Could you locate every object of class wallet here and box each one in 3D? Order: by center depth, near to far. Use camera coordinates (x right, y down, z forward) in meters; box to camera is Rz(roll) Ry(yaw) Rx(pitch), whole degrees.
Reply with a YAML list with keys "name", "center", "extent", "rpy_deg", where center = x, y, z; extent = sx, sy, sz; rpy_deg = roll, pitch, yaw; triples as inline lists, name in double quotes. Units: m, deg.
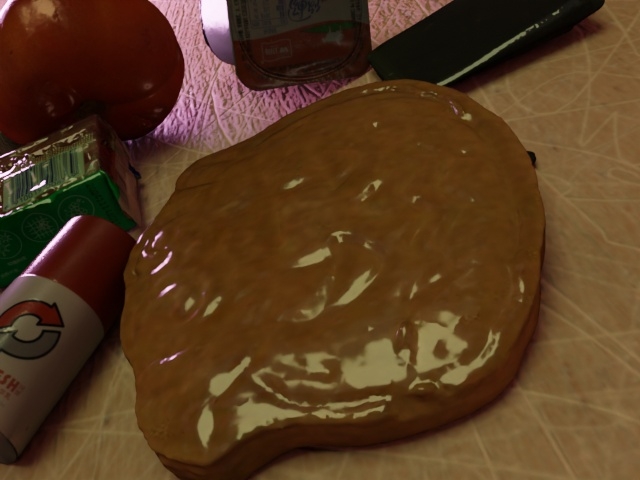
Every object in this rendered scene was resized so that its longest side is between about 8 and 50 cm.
- name: "wallet"
  center: [0.183, -0.242, 0.867]
  extent: [0.245, 0.052, 0.168]
  rpy_deg: [-28, 36, 3]

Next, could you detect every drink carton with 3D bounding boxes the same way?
- name: "drink carton"
  center: [-0.055, -0.299, 0.958]
  extent: [0.186, 0.190, 0.190]
  rpy_deg: [-14, 18, -18]

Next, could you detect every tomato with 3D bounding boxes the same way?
- name: "tomato"
  center: [-0.306, -0.223, 0.957]
  extent: [0.260, 0.260, 0.179]
  rpy_deg: [-19, 70, 8]

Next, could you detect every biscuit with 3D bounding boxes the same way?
- name: "biscuit"
  center: [-0.001, -0.002, 0.622]
  extent: [0.365, 0.062, 0.385]
  rpy_deg: [-20, 42, 8]

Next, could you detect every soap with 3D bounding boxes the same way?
- name: "soap"
  center: [-0.348, -0.035, 0.865]
  extent: [0.274, 0.098, 0.217]
  rpy_deg: [-25, 35, -1]

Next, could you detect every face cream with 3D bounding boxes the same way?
- name: "face cream"
  center: [-0.247, 0.080, 0.661]
  extent: [0.096, 0.095, 0.214]
  rpy_deg: [-1, 42, 29]

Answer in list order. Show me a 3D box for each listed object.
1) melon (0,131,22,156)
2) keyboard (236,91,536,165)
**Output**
- name: "melon"
  center: [-0.452, -0.166, 1.079]
  extent: [0.114, 0.114, 0.167]
  rpy_deg: [-39, 32, -20]
- name: "keyboard"
  center: [0.033, -0.091, 0.776]
  extent: [0.381, 0.041, 0.103]
  rpy_deg: [22, 55, 38]
